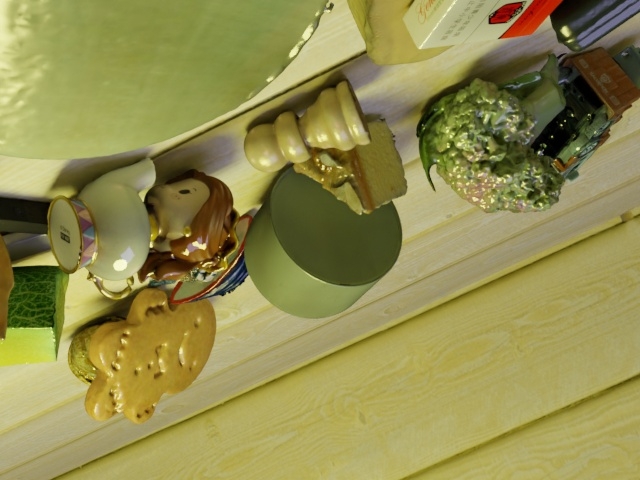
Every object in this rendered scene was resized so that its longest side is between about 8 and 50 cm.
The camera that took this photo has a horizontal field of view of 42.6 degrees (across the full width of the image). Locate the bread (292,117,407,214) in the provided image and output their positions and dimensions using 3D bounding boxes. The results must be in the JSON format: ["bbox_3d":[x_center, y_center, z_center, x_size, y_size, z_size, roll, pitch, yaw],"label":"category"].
[{"bbox_3d":[0.049,-0.105,1.233,0.127,0.152,0.147,-35,169,38],"label":"bread"}]

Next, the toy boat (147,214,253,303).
[{"bbox_3d":[-0.215,0.009,1.383,0.219,0.072,0.318,-30,147,1],"label":"toy boat"}]

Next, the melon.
[{"bbox_3d":[-0.510,0.124,1.135,0.323,0.124,0.196,-12,-159,-5],"label":"melon"}]

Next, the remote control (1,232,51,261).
[{"bbox_3d":[-0.430,0.008,1.131,0.261,0.029,0.067,-19,165,-10],"label":"remote control"}]

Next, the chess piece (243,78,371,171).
[{"bbox_3d":[-0.024,-0.149,1.114,0.170,0.094,0.094,-18,164,9],"label":"chess piece"}]

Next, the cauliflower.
[{"bbox_3d":[0.295,-0.180,1.297,0.315,0.239,0.256,-42,136,2],"label":"cauliflower"}]

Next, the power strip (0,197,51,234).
[{"bbox_3d":[-0.382,-0.031,1.051,0.029,0.038,0.111,-33,162,25],"label":"power strip"}]

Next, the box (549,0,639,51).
[{"bbox_3d":[0.309,-0.306,0.873,0.160,0.230,0.050,-35,118,31],"label":"box"}]

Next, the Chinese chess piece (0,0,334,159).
[{"bbox_3d":[-0.164,-0.204,0.630,0.349,0.146,0.349,-21,163,-7],"label":"Chinese chess piece"}]

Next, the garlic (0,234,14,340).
[{"bbox_3d":[-0.466,0.012,0.814,0.151,0.196,0.338,-47,154,18],"label":"garlic"}]

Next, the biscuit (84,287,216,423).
[{"bbox_3d":[-0.316,0.221,1.602,0.052,0.275,0.355,16,-167,27],"label":"biscuit"}]

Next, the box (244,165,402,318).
[{"bbox_3d":[0.000,0.000,1.336,0.226,0.226,0.149,-14,161,-30],"label":"box"}]

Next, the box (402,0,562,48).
[{"bbox_3d":[0.169,-0.238,0.794,0.152,0.048,0.100,-16,164,-29],"label":"box"}]

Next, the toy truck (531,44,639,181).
[{"bbox_3d":[0.468,-0.212,1.496,0.184,0.133,0.338,-28,163,-20],"label":"toy truck"}]

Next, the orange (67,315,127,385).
[{"bbox_3d":[-0.420,0.225,1.628,0.156,0.134,0.156,-31,170,-6],"label":"orange"}]

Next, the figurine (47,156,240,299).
[{"bbox_3d":[-0.223,-0.019,1.108,0.263,0.142,0.190,-8,116,-40],"label":"figurine"}]

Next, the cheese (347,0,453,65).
[{"bbox_3d":[0.186,-0.335,0.773,0.384,0.104,0.384,-22,163,-7],"label":"cheese"}]
